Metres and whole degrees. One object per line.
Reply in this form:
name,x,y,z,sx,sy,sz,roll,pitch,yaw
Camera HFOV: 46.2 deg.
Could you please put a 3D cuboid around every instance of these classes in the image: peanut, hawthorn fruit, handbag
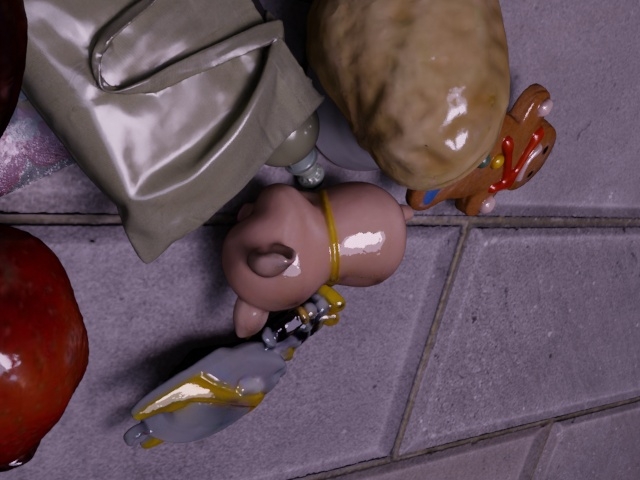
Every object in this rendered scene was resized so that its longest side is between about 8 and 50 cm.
peanut,0.076,-0.238,0.744,0.169,0.192,0.387,6,74,-73
hawthorn fruit,-0.310,0.080,0.651,0.215,0.215,0.250,-25,160,-24
handbag,-0.155,-0.170,0.689,0.253,0.109,0.316,-41,114,-15

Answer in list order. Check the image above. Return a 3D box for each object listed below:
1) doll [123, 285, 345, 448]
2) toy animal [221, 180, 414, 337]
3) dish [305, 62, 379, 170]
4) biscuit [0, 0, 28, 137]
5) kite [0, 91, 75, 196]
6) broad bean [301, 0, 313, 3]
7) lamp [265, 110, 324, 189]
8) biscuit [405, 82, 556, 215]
doll,-0.105,0.163,0.944,0.316,0.145,0.103,-35,97,-24
toy animal,0.000,0.003,0.895,0.248,0.149,0.165,-21,142,-28
dish,0.109,-0.188,0.902,0.260,0.085,0.260,-23,130,-29
biscuit,-0.403,-0.132,0.478,0.407,0.091,0.407,-16,135,-16
kite,-0.362,-0.075,0.674,0.360,0.022,0.204,-41,130,-13
broad bean,-0.068,-0.313,0.746,0.297,0.043,0.060,40,66,-43
lamp,-0.032,-0.107,0.865,0.091,0.091,0.163,-46,146,-7
biscuit,0.247,-0.119,1.025,0.324,0.049,0.205,-2,127,-56
